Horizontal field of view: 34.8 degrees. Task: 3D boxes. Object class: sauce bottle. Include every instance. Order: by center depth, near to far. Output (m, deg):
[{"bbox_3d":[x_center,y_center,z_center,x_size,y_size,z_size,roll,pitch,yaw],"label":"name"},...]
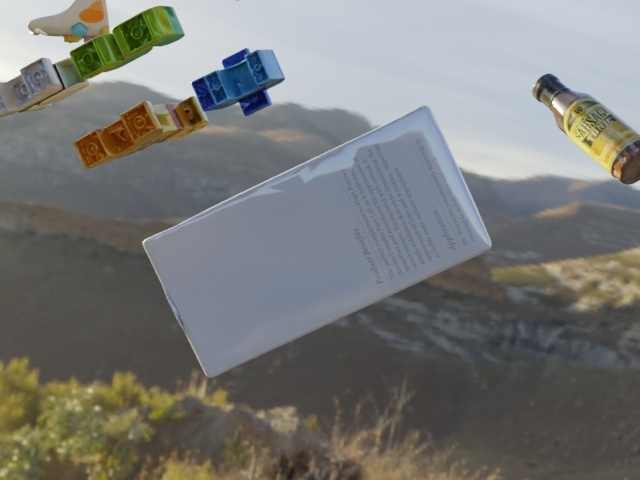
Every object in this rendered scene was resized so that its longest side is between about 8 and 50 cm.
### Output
[{"bbox_3d":[0.228,-0.098,0.866,0.042,0.042,0.128,9,31,-44],"label":"sauce bottle"}]

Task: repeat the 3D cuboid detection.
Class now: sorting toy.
[{"bbox_3d":[-0.243,-0.209,0.983,0.075,0.044,0.083,-8,6,-12],"label":"sorting toy"}]

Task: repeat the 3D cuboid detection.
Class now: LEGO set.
[{"bbox_3d":[-0.092,-0.105,0.651,0.227,0.087,0.093,-22,3,21],"label":"LEGO set"}]

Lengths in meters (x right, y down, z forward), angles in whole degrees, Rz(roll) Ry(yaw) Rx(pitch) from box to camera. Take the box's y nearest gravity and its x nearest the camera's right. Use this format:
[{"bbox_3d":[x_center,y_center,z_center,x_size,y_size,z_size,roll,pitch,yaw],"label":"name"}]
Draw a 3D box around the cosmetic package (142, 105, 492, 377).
[{"bbox_3d":[0.000,0.000,0.763,0.231,0.117,0.085,-24,1,8],"label":"cosmetic package"}]
